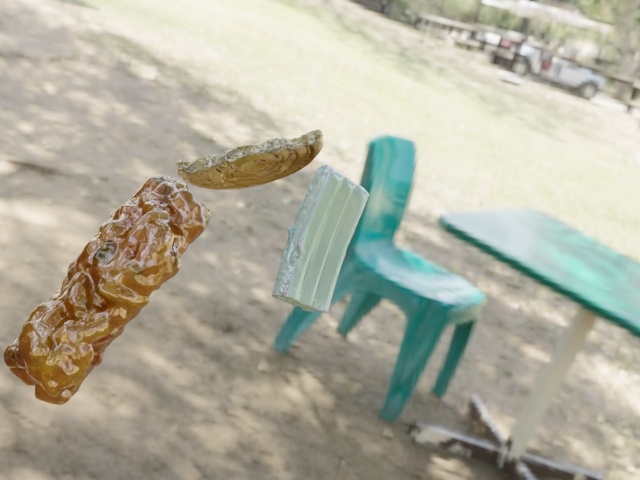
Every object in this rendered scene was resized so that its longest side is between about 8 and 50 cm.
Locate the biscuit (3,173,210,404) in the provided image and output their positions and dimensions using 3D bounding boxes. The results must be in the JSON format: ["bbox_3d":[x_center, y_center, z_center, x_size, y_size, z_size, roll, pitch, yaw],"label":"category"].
[{"bbox_3d":[-0.263,0.053,1.419,0.110,0.312,0.318,41,-1,-6],"label":"biscuit"}]

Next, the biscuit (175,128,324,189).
[{"bbox_3d":[-0.103,-0.112,1.728,0.224,0.033,0.144,-12,-16,-3],"label":"biscuit"}]

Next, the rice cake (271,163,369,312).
[{"bbox_3d":[0.000,0.000,1.898,0.043,0.237,0.127,16,-7,44],"label":"rice cake"}]
